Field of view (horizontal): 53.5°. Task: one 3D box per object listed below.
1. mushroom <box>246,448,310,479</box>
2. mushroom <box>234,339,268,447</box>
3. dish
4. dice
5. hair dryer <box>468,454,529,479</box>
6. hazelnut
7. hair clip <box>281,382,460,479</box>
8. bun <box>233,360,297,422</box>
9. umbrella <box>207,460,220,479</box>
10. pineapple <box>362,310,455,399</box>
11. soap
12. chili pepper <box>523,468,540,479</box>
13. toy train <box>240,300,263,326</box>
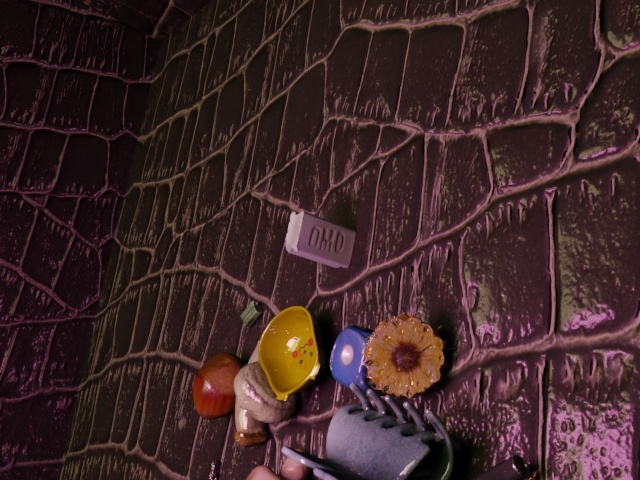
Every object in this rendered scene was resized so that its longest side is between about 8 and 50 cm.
[{"bbox_3d":[-0.101,0.674,1.678,0.206,0.209,0.206,12,110,34],"label":"mushroom"},{"bbox_3d":[-0.204,0.461,1.948,0.087,0.107,0.333,-30,51,54],"label":"mushroom"},{"bbox_3d":[-0.058,0.326,1.811,0.221,0.108,0.262,-43,45,22],"label":"dish"},{"bbox_3d":[0.118,0.298,1.570,0.143,0.146,0.146,19,91,56],"label":"dice"},{"bbox_3d":[0.337,0.528,1.195,0.173,0.050,0.195,-50,31,35],"label":"hair dryer"},{"bbox_3d":[-0.309,0.471,2.037,0.186,0.210,0.210,-21,55,19],"label":"hazelnut"},{"bbox_3d":[0.128,0.476,1.377,0.318,0.392,0.238,3,51,55],"label":"hair clip"},{"bbox_3d":[-0.167,0.445,1.828,0.118,0.195,0.195,-49,41,22],"label":"bun"},{"bbox_3d":[-0.349,0.784,2.045,0.040,0.037,0.144,-14,59,34],"label":"umbrella"},{"bbox_3d":[0.200,0.265,1.453,0.047,0.221,0.221,18,-89,-86],"label":"pineapple"},{"bbox_3d":[0.000,0.000,1.818,0.066,0.198,0.119,-6,70,53],"label":"soap"},{"bbox_3d":[0.371,0.500,1.240,0.178,0.027,0.045,-55,24,21],"label":"chili pepper"},{"bbox_3d":[-0.230,0.249,2.143,0.093,0.038,0.056,-50,47,25],"label":"toy train"}]
